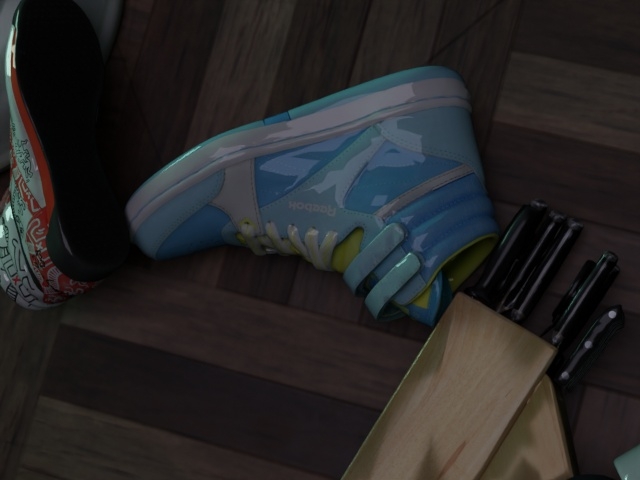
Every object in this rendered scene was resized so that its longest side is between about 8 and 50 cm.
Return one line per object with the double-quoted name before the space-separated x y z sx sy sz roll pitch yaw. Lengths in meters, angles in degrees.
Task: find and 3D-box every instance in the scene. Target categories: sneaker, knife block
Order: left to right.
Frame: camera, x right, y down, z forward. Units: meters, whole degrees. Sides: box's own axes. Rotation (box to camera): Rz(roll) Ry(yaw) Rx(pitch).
"sneaker" -0.248 -0.073 1.363 0.145 0.090 0.270 -33 64 48
"sneaker" 0.000 0.000 1.301 0.319 0.127 0.208 -22 75 9
"knife block" 0.121 0.096 1.276 0.276 0.088 0.242 -14 77 11

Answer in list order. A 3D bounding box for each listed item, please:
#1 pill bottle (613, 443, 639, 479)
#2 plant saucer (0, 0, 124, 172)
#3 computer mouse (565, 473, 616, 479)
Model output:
"pill bottle" 0.368 0.152 1.176 0.272 0.152 0.152 -30 76 6
"plant saucer" -0.384 -0.245 1.430 0.401 0.100 0.400 -1 81 9
"computer mouse" 0.157 0.277 1.223 0.242 0.071 0.041 -54 34 20
